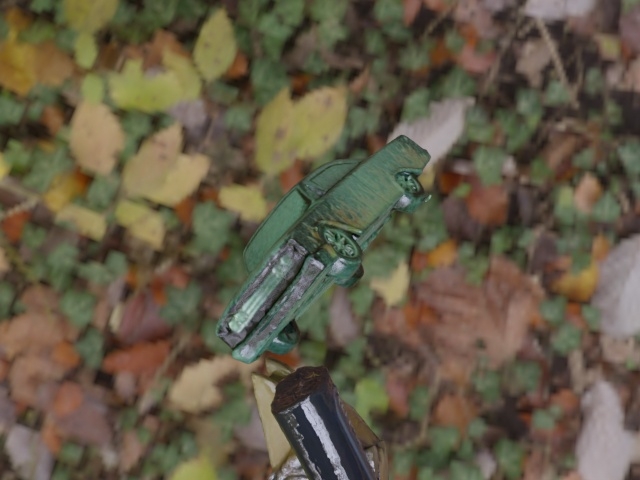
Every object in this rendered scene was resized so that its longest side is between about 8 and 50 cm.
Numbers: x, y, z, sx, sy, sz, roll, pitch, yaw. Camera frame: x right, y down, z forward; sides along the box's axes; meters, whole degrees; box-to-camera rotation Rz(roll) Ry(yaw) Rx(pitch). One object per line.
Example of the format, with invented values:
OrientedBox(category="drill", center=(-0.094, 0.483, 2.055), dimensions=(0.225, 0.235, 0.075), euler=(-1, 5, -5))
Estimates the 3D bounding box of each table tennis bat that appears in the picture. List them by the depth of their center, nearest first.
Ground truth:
OrientedBox(category="table tennis bat", center=(0.038, 0.161, 0.789), dimensions=(0.027, 0.150, 0.236), euler=(-20, 106, 16))

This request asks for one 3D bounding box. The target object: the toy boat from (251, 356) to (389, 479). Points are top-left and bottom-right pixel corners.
OrientedBox(category="toy boat", center=(-0.014, 0.325, 1.605), dimensions=(0.162, 0.136, 0.446), euler=(-2, 97, 13))

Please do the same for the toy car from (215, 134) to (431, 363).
OrientedBox(category="toy car", center=(0.000, 0.000, 1.670), dimensions=(0.097, 0.320, 0.141), euler=(41, 117, 4))
